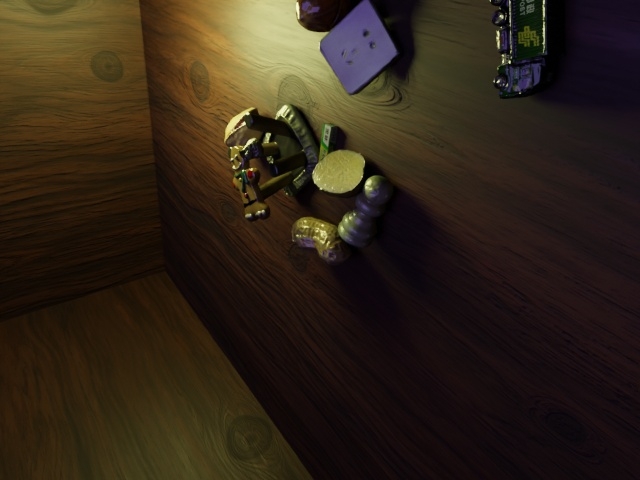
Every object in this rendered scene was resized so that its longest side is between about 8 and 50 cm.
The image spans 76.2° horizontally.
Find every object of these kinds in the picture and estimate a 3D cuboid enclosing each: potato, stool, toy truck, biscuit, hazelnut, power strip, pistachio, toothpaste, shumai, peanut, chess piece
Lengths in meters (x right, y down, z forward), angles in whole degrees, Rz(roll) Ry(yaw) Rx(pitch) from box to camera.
[{"bbox_3d":[0.081,-0.205,1.404,0.202,0.182,0.117,25,160,35],"label":"potato"},{"bbox_3d":[-0.189,-0.339,1.617,0.310,0.226,0.310,-40,73,51],"label":"stool"},{"bbox_3d":[0.434,-0.438,0.859,0.121,0.088,0.259,9,111,51],"label":"toy truck"},{"bbox_3d":[-0.288,-0.217,1.577,0.197,0.049,0.302,-11,96,51],"label":"biscuit"},{"bbox_3d":[0.003,-0.719,1.229,0.182,0.182,0.182,27,126,45],"label":"hazelnut"},{"bbox_3d":[0.123,-0.571,1.220,0.213,0.064,0.198,-28,96,39],"label":"power strip"},{"bbox_3d":[-0.334,-0.491,1.806,0.229,0.157,0.157,-32,79,42],"label":"pistachio"},{"bbox_3d":[0.025,-0.336,1.492,0.043,0.037,0.178,40,134,38],"label":"toothpaste"},{"bbox_3d":[-0.254,-0.322,1.454,0.083,0.080,0.082,61,141,15],"label":"shumai"},{"bbox_3d":[0.000,0.000,1.581,0.325,0.153,0.140,35,136,49],"label":"peanut"},{"bbox_3d":[0.157,-0.104,1.355,0.133,0.133,0.243,49,134,29],"label":"chess piece"}]
